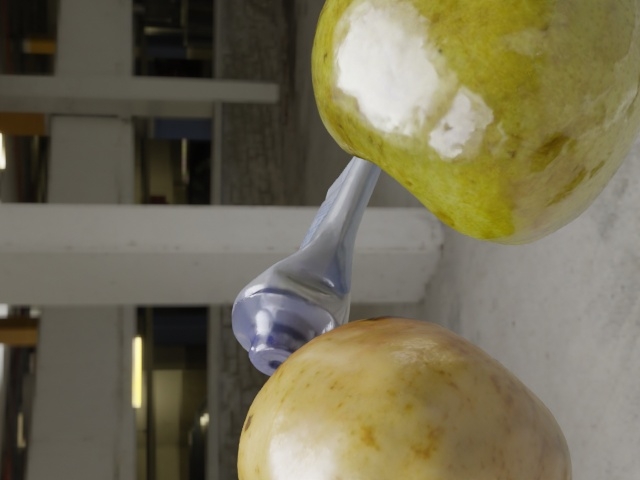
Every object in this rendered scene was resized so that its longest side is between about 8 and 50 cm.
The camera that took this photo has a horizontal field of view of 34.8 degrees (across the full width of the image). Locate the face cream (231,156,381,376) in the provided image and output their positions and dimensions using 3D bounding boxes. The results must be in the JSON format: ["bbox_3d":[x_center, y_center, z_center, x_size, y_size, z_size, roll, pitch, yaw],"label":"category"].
[{"bbox_3d":[0.000,0.000,1.318,0.235,0.137,0.420,-57,9,47],"label":"face cream"}]

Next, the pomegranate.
[{"bbox_3d":[0.067,0.244,1.000,0.342,0.343,0.342,180,90,-79],"label":"pomegranate"}]

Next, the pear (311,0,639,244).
[{"bbox_3d":[0.154,-0.161,0.900,0.304,0.304,0.303,180,90,-79],"label":"pear"}]
